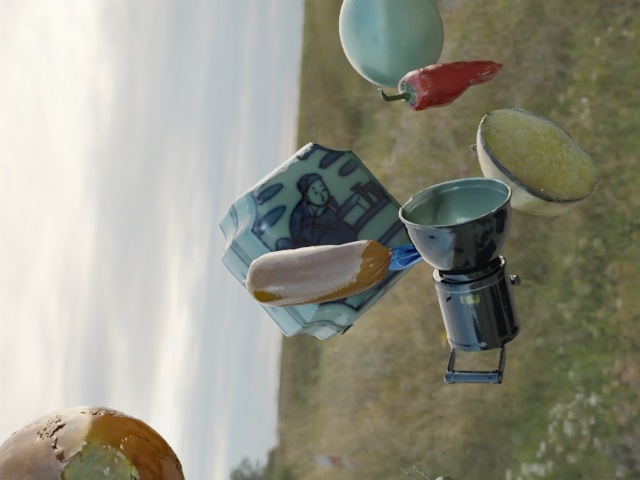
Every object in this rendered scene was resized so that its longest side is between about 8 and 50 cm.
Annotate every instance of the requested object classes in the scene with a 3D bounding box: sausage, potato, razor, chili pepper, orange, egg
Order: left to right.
[{"bbox_3d":[-0.265,0.303,1.294,0.240,0.240,0.240,-177,90,-90],"label":"orange"},{"bbox_3d":[-0.007,0.037,1.226,0.062,0.183,0.054,67,-149,-28],"label":"sausage"},{"bbox_3d":[0.103,-0.307,1.688,0.192,0.149,0.149,55,-147,-55],"label":"egg"},{"bbox_3d":[0.146,0.020,1.733,0.082,0.042,0.253,70,162,1],"label":"razor"},{"bbox_3d":[0.148,-0.188,1.396,0.050,0.191,0.059,66,151,10],"label":"chili pepper"},{"bbox_3d":[0.372,-0.131,2.125,0.116,0.239,0.299,-48,-13,34],"label":"potato"}]

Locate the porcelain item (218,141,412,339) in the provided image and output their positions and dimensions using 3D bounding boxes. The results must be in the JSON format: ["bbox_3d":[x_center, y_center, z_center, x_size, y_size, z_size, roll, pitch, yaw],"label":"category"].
[{"bbox_3d":[0.000,0.000,1.930,0.281,0.286,0.157,-39,-3,-36],"label":"porcelain item"}]

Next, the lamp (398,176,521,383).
[{"bbox_3d":[0.200,0.047,1.498,0.172,0.147,0.227,-50,-50,-53],"label":"lamp"}]

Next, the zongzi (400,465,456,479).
[{"bbox_3d":[0.137,0.341,1.330,0.130,0.154,0.062,-57,4,-8],"label":"zongzi"}]
